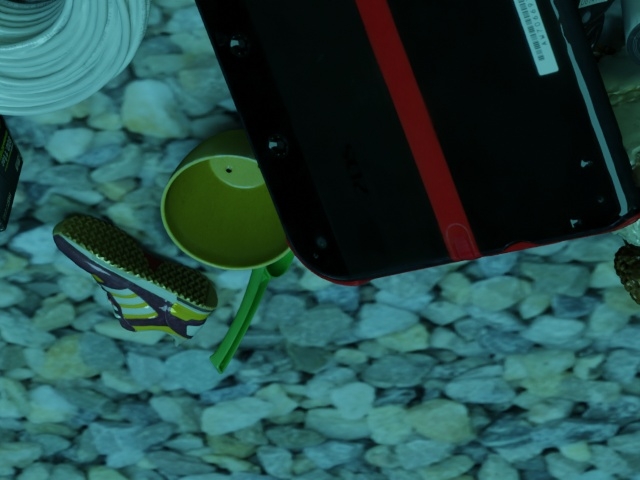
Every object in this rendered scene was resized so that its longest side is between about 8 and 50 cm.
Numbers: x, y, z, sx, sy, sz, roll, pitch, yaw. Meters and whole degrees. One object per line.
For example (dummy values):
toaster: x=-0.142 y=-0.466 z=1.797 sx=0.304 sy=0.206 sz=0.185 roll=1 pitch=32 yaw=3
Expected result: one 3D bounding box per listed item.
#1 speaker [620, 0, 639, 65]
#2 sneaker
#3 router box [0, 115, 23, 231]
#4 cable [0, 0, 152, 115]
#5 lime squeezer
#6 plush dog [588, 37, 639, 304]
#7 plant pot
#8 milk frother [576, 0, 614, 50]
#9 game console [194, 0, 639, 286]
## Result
speaker: x=0.281 y=-0.206 z=1.388 sx=0.055 sy=0.136 sz=0.055 roll=2 pitch=132 yaw=2
sneaker: x=-0.200 y=0.048 z=1.669 sx=0.185 sy=0.069 sz=0.084 roll=30 pitch=119 yaw=-16
router box: x=-0.323 y=-0.074 z=1.554 sx=0.038 sy=0.122 sz=0.092 roll=-13 pitch=125 yaw=10
cable: x=-0.275 y=-0.236 z=1.448 sx=0.257 sy=0.089 sz=0.257 roll=32 pitch=124 yaw=-19
lime squeezer: x=0.000 y=0.000 z=1.597 sx=0.310 sy=0.110 sz=0.059 roll=-34 pitch=123 yaw=-8
plush dog: x=0.313 y=-0.070 z=1.465 sx=0.262 sy=0.210 sz=0.225 roll=-39 pitch=128 yaw=-19
plant pot: x=-0.079 y=-0.053 z=1.563 sx=0.134 sy=0.095 sz=0.134 roll=3 pitch=128 yaw=3
milk frother: x=0.181 y=-0.216 z=1.376 sx=0.129 sy=0.134 sz=0.143 roll=-1 pitch=123 yaw=-49
game console: x=0.063 y=-0.160 z=1.364 sx=0.342 sy=0.060 sz=0.387 roll=-14 pitch=103 yaw=35
